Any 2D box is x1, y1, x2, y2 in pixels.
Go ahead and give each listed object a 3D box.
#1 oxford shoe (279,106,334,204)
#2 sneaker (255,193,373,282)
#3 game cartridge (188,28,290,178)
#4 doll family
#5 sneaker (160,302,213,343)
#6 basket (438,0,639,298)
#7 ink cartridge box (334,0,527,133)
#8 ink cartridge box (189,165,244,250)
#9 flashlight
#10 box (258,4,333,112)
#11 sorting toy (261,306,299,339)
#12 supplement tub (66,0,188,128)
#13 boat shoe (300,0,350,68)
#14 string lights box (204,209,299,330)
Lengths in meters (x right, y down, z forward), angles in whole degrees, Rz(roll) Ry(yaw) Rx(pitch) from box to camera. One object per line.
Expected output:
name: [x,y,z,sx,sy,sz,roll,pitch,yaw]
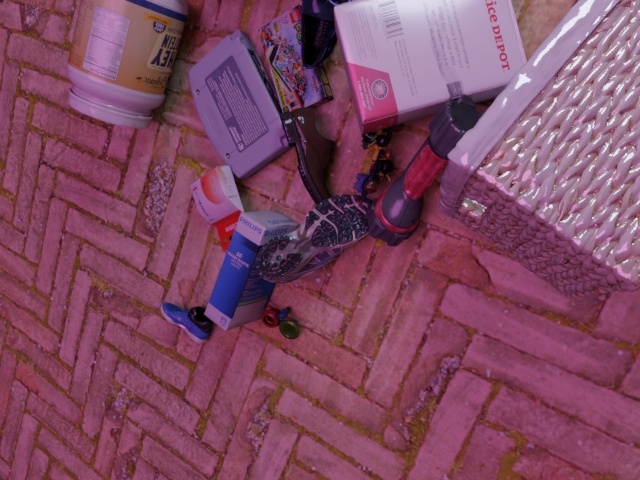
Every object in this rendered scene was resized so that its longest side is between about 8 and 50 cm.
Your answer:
oxford shoe: [-0.006,-0.171,1.118,0.096,0.083,0.227,-19,105,-4]
sneaker: [0.000,0.000,1.129,0.283,0.122,0.110,-28,69,6]
game cartridge: [-0.188,-0.303,1.218,0.196,0.060,0.294,-29,82,24]
doll family: [0.109,-0.162,1.030,0.076,0.111,0.193,1,103,-15]
sneaker: [-0.337,0.187,1.351,0.152,0.058,0.085,38,118,15]
basket: [0.372,-0.123,0.747,0.266,0.328,0.331,39,90,13]
ink cartridge box: [0.184,-0.325,0.922,0.282,0.117,0.207,-14,89,4]
ink cartridge box: [-0.239,-0.070,1.252,0.145,0.045,0.179,-19,86,49]
flashlight: [0.180,-0.108,0.942,0.103,0.103,0.304,54,146,16]
box: [-0.055,-0.383,1.144,0.114,0.036,0.207,-18,87,28]
sorting toy: [-0.087,0.184,1.234,0.102,0.042,0.061,26,123,11]
supplement tub: [-0.459,-0.447,1.245,0.228,0.228,0.316,29,109,22]
boat shoe: [0.015,-0.432,0.979,0.109,0.089,0.258,13,143,6]
string lights box: [-0.154,0.065,1.196,0.076,0.133,0.260,31,109,25]
